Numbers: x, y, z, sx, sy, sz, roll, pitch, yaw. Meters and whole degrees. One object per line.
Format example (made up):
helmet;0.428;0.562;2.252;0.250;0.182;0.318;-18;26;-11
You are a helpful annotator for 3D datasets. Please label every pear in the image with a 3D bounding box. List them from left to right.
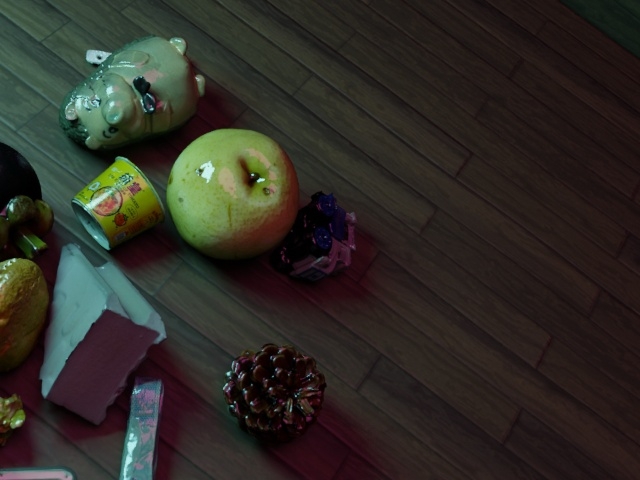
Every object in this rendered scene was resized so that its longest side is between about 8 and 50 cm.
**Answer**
pear;-0.202;-0.099;1.957;0.309;0.309;0.309;10;58;-16

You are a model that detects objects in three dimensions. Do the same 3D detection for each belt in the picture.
belt;-0.358;0.414;1.705;0.072;0.087;0.302;12;57;-19

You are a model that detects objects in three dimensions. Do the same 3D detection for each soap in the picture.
soap;-0.489;0.189;1.780;0.159;0.258;0.302;30;5;-40

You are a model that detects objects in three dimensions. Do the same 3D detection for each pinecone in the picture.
pinecone;-0.085;0.314;1.803;0.221;0.221;0.221;10;58;-16

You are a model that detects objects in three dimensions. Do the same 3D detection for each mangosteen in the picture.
mangosteen;-0.677;-0.060;1.755;0.302;0.275;0.275;35;54;10

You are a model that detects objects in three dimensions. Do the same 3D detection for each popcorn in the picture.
popcorn;-0.620;0.342;1.642;0.109;0.097;0.089;-21;67;-15

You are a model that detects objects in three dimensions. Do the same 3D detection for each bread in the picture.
bread;-0.624;0.140;1.681;0.139;0.240;0.240;17;55;2

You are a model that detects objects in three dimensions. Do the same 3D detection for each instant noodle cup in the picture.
instant noodle cup;-0.455;-0.073;1.915;0.144;0.182;0.182;-39;80;-25

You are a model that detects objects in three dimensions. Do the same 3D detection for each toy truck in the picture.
toy truck;0.000;0.000;2.074;0.177;0.161;0.213;30;51;-32

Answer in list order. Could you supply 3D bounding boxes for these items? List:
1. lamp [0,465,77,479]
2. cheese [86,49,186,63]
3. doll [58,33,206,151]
lamp;-0.583;0.549;1.561;0.269;0.047;0.266;3;61;-20
cheese;-0.469;-0.455;2.202;0.251;0.054;0.127;6;60;-18
doll;-0.445;-0.338;2.032;0.349;0.247;0.247;-31;75;-23
